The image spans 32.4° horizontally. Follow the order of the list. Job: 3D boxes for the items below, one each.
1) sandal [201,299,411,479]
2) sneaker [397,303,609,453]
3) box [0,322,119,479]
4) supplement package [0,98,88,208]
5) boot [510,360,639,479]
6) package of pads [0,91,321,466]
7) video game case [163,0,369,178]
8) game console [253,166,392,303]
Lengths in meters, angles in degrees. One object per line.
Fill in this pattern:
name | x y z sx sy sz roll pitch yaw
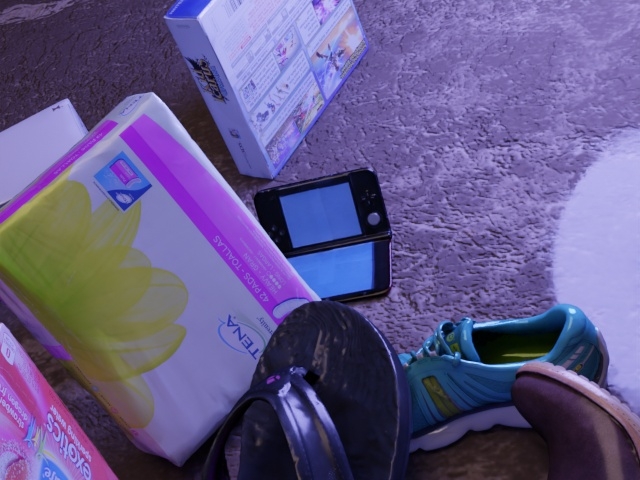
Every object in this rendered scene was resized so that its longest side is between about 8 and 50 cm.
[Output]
sandal | -0.031 0.230 0.881 0.168 0.107 0.445 -9 52 30
sneaker | 0.117 0.113 0.993 0.275 0.110 0.107 -14 42 12
box | -0.266 0.230 0.908 0.142 0.300 0.154 -14 43 9
supplement package | -0.266 -0.004 1.199 0.134 0.244 0.139 -29 40 -6
boot | 0.181 0.226 0.837 0.207 0.090 0.248 -38 56 -12
package of pads | -0.163 0.043 1.059 0.229 0.296 0.101 -45 20 -18
video game case | -0.057 -0.256 1.367 0.061 0.244 0.269 9 50 34
game console | 0.000 0.000 1.194 0.144 0.124 0.085 -11 16 14
